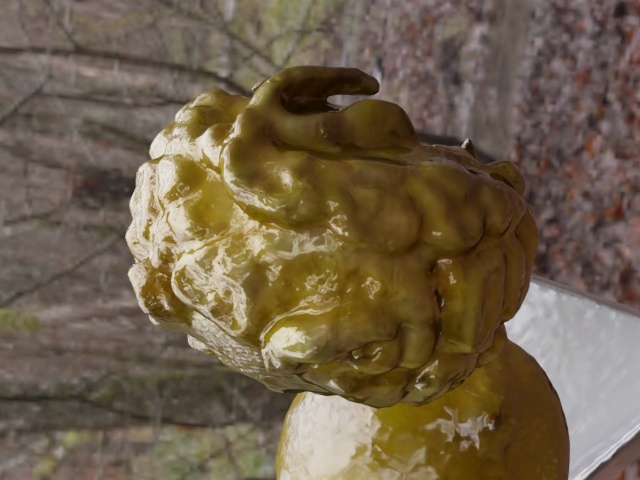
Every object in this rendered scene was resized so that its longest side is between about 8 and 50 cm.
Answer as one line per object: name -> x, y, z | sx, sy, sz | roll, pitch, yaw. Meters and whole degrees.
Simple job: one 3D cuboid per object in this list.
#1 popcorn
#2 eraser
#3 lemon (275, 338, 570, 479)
popcorn -> 0.000, 0.000, 0.714 | 0.250, 0.250, 0.190 | 130, 149, -77
eraser -> 0.258, 0.201, 1.387 | 0.150, 0.331, 0.331 | 15, -102, -59
lemon -> 0.080, 0.179, 0.960 | 0.263, 0.236, 0.236 | -31, 42, 32
